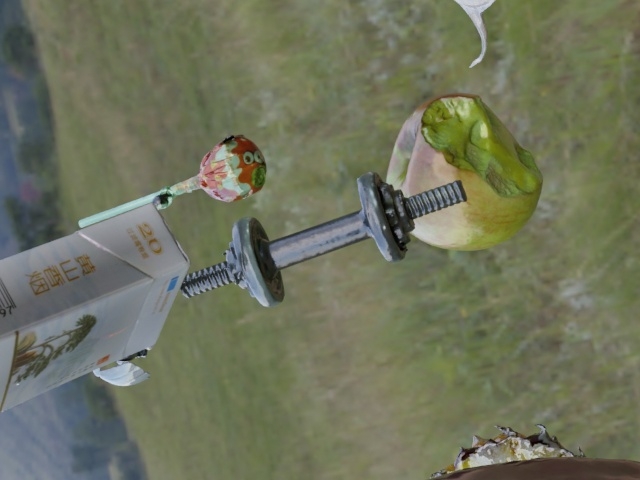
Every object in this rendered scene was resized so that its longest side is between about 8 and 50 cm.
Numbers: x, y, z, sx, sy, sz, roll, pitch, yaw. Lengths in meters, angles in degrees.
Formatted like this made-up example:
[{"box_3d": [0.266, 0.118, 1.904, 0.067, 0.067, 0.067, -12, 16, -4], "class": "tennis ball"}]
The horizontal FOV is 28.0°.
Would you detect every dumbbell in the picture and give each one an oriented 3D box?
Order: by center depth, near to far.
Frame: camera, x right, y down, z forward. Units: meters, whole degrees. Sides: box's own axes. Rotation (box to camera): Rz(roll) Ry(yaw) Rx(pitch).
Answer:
[{"box_3d": [0.000, 0.000, 1.076, 0.081, 0.254, 0.081, -19, -90, -79], "class": "dumbbell"}]

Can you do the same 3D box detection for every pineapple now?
[{"box_3d": [0.203, 0.293, 1.295, 0.047, 0.221, 0.221, 16, -118, -82], "class": "pineapple"}]

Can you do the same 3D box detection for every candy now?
[{"box_3d": [-0.202, -0.066, 1.698, 0.084, 0.288, 0.078, 71, -158, -7], "class": "candy"}]

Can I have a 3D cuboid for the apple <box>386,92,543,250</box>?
[{"box_3d": [0.228, -0.104, 2.003, 0.246, 0.226, 0.246, -166, 90, -75], "class": "apple"}]

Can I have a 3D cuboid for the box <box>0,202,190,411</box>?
[{"box_3d": [-0.224, 0.068, 0.980, 0.067, 0.233, 0.149, 58, 149, 16], "class": "box"}]

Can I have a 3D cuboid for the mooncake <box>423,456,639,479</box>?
[{"box_3d": [0.111, 0.253, 0.728, 0.334, 0.326, 0.174, -51, 30, 32], "class": "mooncake"}]

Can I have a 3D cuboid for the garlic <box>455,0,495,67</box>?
[{"box_3d": [0.173, -0.344, 1.497, 0.266, 0.129, 0.148, 107, 151, -48], "class": "garlic"}]

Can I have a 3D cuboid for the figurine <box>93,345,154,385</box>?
[{"box_3d": [-0.280, 0.165, 1.820, 0.094, 0.086, 0.082, 118, 157, -71], "class": "figurine"}]
